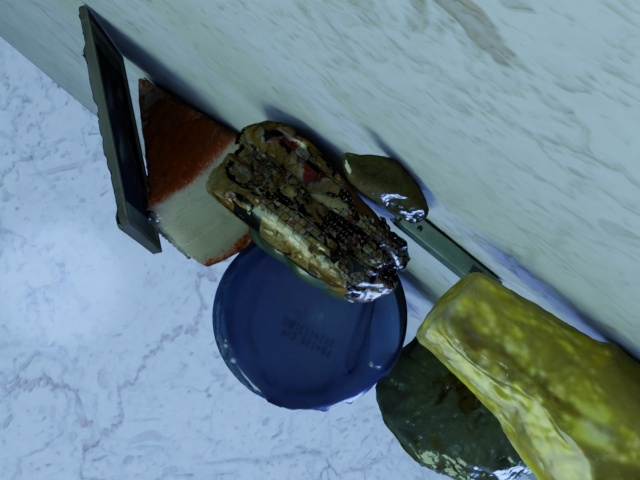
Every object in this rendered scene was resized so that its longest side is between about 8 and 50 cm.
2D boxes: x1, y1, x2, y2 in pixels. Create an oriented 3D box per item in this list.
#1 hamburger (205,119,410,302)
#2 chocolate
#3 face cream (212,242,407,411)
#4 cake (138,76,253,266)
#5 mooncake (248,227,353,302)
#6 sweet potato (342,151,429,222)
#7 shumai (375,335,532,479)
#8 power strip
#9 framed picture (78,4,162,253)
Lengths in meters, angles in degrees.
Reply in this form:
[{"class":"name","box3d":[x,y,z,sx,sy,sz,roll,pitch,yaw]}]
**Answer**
[{"class":"hamburger","box3d":[-0.009,-0.026,1.287,0.231,0.107,0.231,39,176,4]},{"class":"chocolate","box3d":[0.270,0.199,1.090,0.445,0.162,0.162,40,175,-2]},{"class":"face cream","box3d":[-0.020,0.101,1.700,0.249,0.249,0.225,38,172,-2]},{"class":"cake","box3d":[-0.144,-0.125,1.685,0.158,0.159,0.262,47,-156,-48]},{"class":"mooncake","box3d":[0.000,0.000,1.514,0.168,0.104,0.175,32,178,-2]},{"class":"sweet potato","box3d":[0.063,-0.042,1.069,0.153,0.038,0.041,31,-155,-56]},{"class":"shumai","box3d":[0.210,0.244,1.709,0.256,0.189,0.218,41,176,39]},{"class":"power strip","box3d":[0.116,0.008,1.219,0.136,0.019,0.051,39,177,-4]},{"class":"framed picture","box3d":[-0.252,-0.131,1.593,0.209,0.019,0.281,67,-170,-81]}]
